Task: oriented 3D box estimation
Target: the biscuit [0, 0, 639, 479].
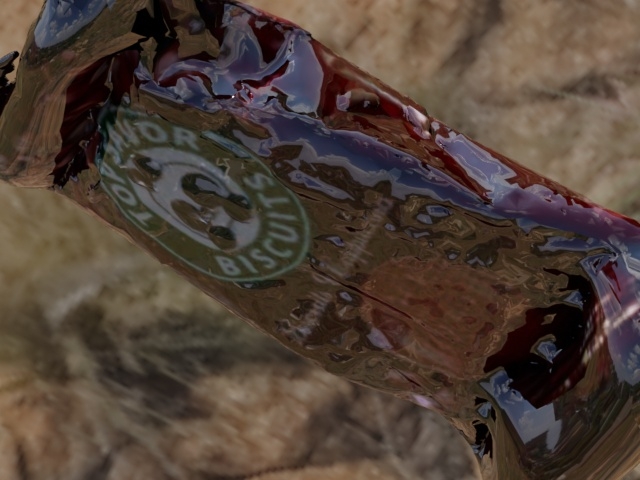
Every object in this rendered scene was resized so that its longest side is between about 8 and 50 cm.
[{"bbox_3d":[0.003,-0.002,0.585,0.063,0.235,0.151,-64,6,-35],"label":"biscuit"}]
